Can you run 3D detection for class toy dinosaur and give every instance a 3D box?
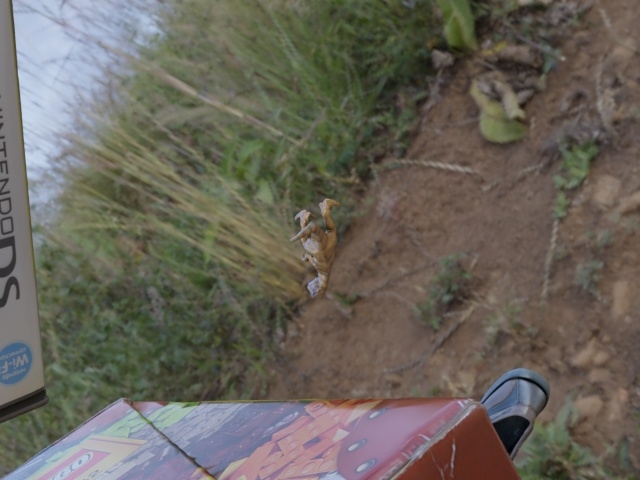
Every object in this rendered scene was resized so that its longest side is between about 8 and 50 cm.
[{"bbox_3d":[0.000,0.000,1.159,0.211,0.064,0.112,77,-175,-59],"label":"toy dinosaur"}]

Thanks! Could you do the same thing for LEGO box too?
[{"bbox_3d":[0.012,0.336,0.466,0.193,0.500,0.372,-33,9,-32],"label":"LEGO box"}]

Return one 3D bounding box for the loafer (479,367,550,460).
[{"bbox_3d":[0.230,0.290,1.284,0.268,0.096,0.084,-65,-3,37],"label":"loafer"}]

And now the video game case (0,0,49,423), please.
[{"bbox_3d":[-0.257,0.008,0.413,0.274,0.035,0.248,-20,-62,-46],"label":"video game case"}]
